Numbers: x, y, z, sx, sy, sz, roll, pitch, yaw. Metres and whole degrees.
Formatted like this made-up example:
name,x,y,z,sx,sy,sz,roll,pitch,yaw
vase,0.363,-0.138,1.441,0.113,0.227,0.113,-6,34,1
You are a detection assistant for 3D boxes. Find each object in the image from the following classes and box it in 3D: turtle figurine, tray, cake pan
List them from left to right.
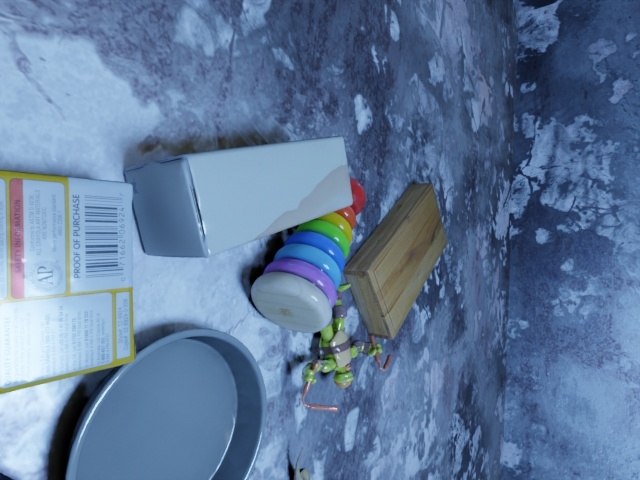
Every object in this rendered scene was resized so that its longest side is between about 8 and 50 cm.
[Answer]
name,x,y,z,sx,sy,sz,roll,pitch,yaw
cake pan,-0.194,0.264,0.561,0.293,0.054,0.292,2,88,-52
turtle figurine,0.039,0.200,0.834,0.270,0.087,0.217,-9,89,-43
tray,0.215,0.036,1.071,0.411,0.076,0.202,-48,125,-42

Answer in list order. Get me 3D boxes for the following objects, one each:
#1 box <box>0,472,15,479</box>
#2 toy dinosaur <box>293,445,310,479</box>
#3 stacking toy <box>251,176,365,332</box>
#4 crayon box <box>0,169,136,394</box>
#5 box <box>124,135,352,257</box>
name,x,y,z,sx,sy,sz,roll,pitch,yaw
box,-0.316,0.249,0.298,0.153,0.108,0.206,-42,139,-30
toy dinosaur,-0.039,0.468,0.773,0.092,0.053,0.183,-63,144,-52
stacking toy,0.000,0.000,0.771,0.141,0.141,0.330,58,41,-34
crayon box,-0.337,0.037,0.360,0.323,0.083,0.202,-1,90,-53
box,-0.099,-0.076,0.616,0.311,0.148,0.121,-23,108,-48
